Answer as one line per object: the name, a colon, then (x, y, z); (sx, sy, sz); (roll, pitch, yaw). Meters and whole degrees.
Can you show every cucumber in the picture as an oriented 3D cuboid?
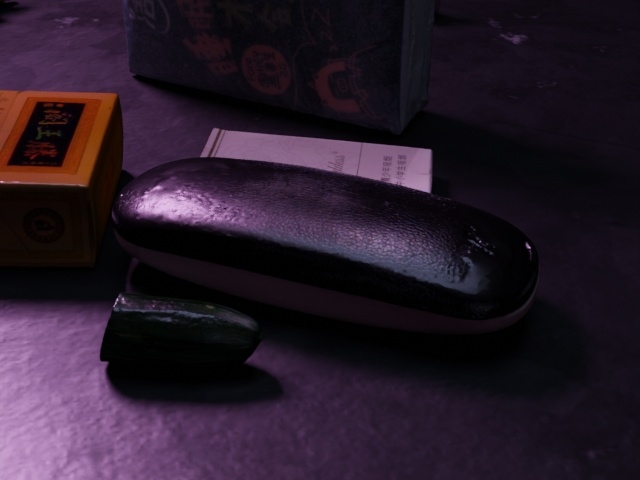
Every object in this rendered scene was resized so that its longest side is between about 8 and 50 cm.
cucumber: (-0.089, 0.061, 0.720); (0.105, 0.048, 0.048); (6, 31, 1)

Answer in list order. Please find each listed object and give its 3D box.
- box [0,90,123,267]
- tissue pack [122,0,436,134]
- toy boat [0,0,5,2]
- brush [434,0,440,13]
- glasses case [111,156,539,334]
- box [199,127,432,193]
box: (-0.304, -0.055, 0.872); (0.274, 0.076, 0.174); (1, 32, -2)
tissue pack: (-0.047, -0.245, 1.058); (0.316, 0.227, 0.103); (15, 34, 22)
toy boat: (-0.453, -0.283, 1.255); (0.226, 0.068, 0.088); (-19, 42, -32)
brush: (0.007, -0.360, 1.372); (0.321, 0.060, 0.050); (32, 57, 22)
glasses case: (0.000, 0.000, 0.797); (0.315, 0.075, 0.122); (11, 34, 15)
box: (-0.005, -0.053, 0.932); (0.199, 0.029, 0.109); (6, 31, 4)
